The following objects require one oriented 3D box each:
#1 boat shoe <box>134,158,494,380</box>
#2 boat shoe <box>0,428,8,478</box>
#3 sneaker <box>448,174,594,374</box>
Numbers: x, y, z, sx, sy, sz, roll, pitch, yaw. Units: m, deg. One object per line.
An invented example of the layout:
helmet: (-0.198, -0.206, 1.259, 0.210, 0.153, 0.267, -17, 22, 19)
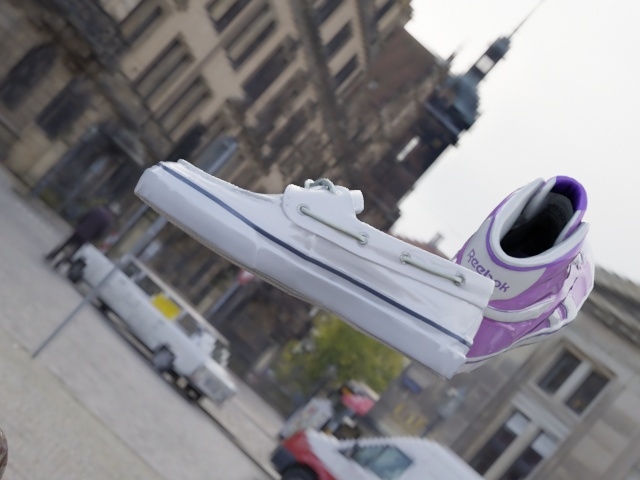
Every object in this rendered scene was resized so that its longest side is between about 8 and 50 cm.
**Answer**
boat shoe: (0.000, 0.000, 0.789, 0.226, 0.075, 0.083, 30, -5, -10)
boat shoe: (-0.166, 0.059, 0.411, 0.095, 0.095, 0.257, 42, -20, 6)
sneaker: (0.190, 0.007, 1.073, 0.102, 0.161, 0.282, 43, 33, 12)
